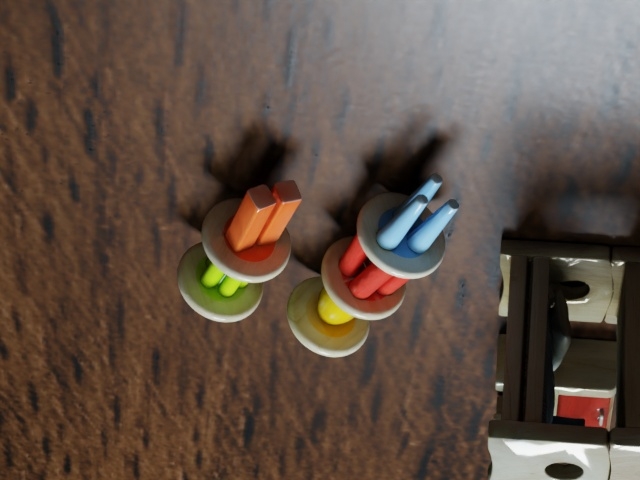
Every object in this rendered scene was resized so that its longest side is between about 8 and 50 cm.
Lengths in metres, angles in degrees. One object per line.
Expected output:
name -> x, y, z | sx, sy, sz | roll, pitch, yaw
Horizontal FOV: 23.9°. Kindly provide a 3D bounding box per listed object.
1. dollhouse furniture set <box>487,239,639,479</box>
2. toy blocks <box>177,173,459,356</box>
dollhouse furniture set -> 0.164, 0.107, 0.879 | 0.129, 0.129, 0.183 | 3, 144, 8
toy blocks -> 0.000, 0.000, 0.829 | 0.123, 0.054, 0.148 | 19, 144, -15
